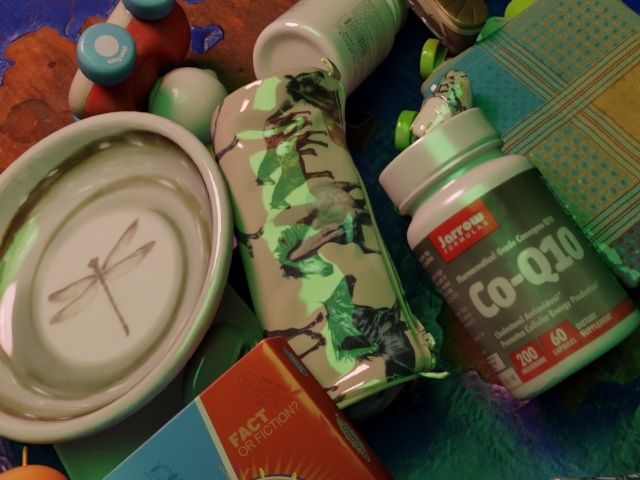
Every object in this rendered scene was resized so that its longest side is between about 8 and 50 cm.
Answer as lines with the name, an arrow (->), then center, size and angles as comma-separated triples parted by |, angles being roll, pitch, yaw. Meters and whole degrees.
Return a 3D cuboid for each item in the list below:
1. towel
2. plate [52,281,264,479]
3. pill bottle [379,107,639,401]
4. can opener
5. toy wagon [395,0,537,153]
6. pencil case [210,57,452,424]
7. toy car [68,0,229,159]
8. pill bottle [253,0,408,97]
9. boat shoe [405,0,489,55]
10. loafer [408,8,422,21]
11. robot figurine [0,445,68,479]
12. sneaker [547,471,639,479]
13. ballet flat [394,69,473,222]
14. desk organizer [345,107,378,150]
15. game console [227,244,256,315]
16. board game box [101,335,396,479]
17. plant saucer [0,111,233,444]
towel -> 0.327, -0.139, 1.225 | 0.271, 0.040, 0.370 | -36, 60, -9
plate -> -0.223, 0.130, 1.273 | 0.277, 0.045, 0.278 | -36, 59, -7
pill bottle -> 0.194, 0.012, 1.121 | 0.161, 0.161, 0.283 | -33, 81, -7
can opener -> -0.145, 0.225, 1.138 | 0.095, 0.076, 0.283 | 31, 78, -19
toy wagon -> 0.255, -0.196, 1.337 | 0.267, 0.068, 0.344 | 10, 63, 18
pencil case -> 0.000, 0.000, 1.175 | 0.184, 0.160, 0.410 | -17, 73, 2
toy car -> -0.190, -0.205, 1.405 | 0.238, 0.219, 0.210 | 29, 67, -5
pill bottle -> 0.022, -0.264, 1.361 | 0.131, 0.131, 0.229 | 17, 40, 22
boat shoe -> 0.136, -0.322, 1.353 | 0.080, 0.073, 0.223 | -12, 52, -24
loafer -> 0.074, -0.368, 1.462 | 0.303, 0.109, 0.095 | 18, 70, 19
robot figurine -> -0.291, 0.328, 1.096 | 0.158, 0.128, 0.219 | -26, 88, -7
sneaker -> 0.260, 0.280, 1.020 | 0.262, 0.125, 0.104 | -17, 58, 3
ballet flat -> 0.128, -0.107, 1.234 | 0.070, 0.070, 0.188 | 18, 107, 22
desk organizer -> 0.005, -0.165, 1.388 | 0.130, 0.050, 0.047 | 18, 66, 22
game console -> -0.046, 0.043, 1.301 | 0.122, 0.071, 0.107 | 11, 34, 19
board game box -> -0.037, 0.290, 1.025 | 0.242, 0.064, 0.316 | -42, 78, 8
plant saucer -> -0.257, 0.047, 1.218 | 0.400, 0.100, 0.400 | -12, 61, 23
